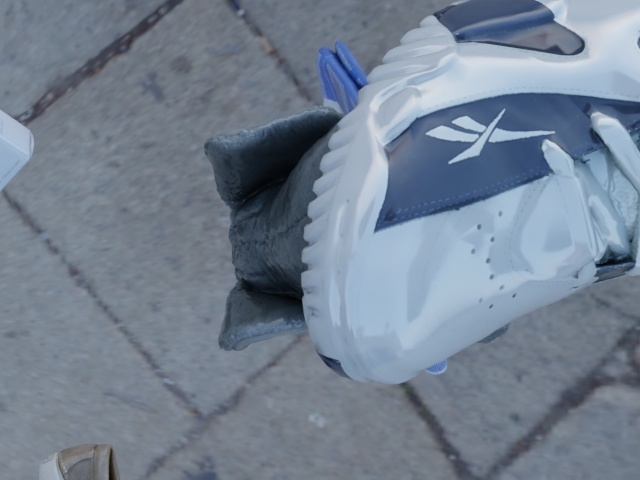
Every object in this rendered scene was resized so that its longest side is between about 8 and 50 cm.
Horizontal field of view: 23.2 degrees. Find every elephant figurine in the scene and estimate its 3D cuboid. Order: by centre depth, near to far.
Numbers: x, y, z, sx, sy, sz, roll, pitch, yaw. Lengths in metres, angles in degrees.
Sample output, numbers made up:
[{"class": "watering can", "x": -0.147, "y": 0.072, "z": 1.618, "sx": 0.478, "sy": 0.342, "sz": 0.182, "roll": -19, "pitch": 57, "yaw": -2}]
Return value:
[{"class": "elephant figurine", "x": 0.000, "y": 0.000, "z": 0.922, "sx": 0.186, "sy": 0.239, "sz": 0.169, "roll": 46, "pitch": 50, "yaw": -32}]

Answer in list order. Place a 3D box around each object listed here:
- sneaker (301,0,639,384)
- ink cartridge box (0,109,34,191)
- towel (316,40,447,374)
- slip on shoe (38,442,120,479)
[{"class": "sneaker", "x": 0.114, "y": -0.024, "z": 0.452, "sx": 0.235, "sy": 0.153, "sz": 0.094, "roll": -31, "pitch": 124, "yaw": -40}, {"class": "ink cartridge box", "x": -0.404, "y": -0.083, "z": 1.388, "sx": 0.232, "sy": 0.066, "sz": 0.189, "roll": 38, "pitch": 108, "yaw": -25}, {"class": "towel", "x": 0.059, "y": -0.026, "z": 1.479, "sx": 0.034, "sy": 0.209, "sz": 0.285, "roll": -20, "pitch": 135, "yaw": -10}, {"class": "slip on shoe", "x": -0.116, "y": 0.178, "z": 0.862, "sx": 0.041, "sy": 0.051, "sz": 0.135, "roll": -20, "pitch": 80, "yaw": 7}]
